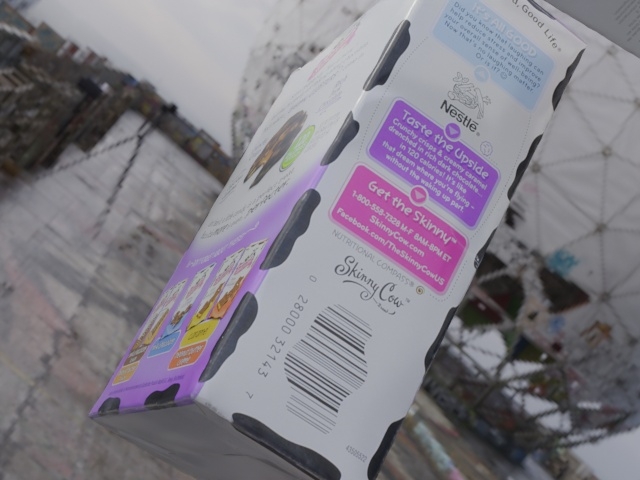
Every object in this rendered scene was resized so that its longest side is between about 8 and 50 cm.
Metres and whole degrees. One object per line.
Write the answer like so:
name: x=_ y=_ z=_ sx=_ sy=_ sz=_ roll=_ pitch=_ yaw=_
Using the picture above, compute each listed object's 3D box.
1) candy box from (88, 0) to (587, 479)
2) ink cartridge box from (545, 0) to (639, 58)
candy box: x=0.000 y=0.000 z=0.428 sx=0.070 sy=0.196 sz=0.165 roll=34 pitch=-21 yaw=-14
ink cartridge box: x=0.116 y=-0.080 z=0.312 sx=0.115 sy=0.063 sz=0.029 roll=23 pitch=35 yaw=-27
